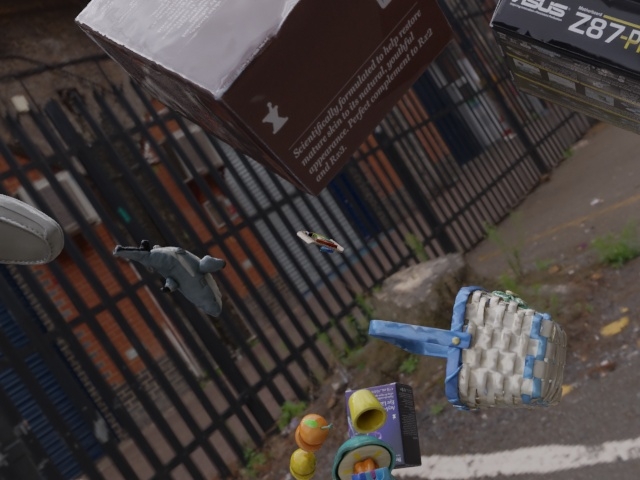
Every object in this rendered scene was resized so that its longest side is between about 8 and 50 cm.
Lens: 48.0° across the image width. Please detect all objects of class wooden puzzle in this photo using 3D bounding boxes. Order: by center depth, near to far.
[{"bbox_3d":[0.000,0.000,1.310,0.078,0.014,0.116,12,12,-33],"label":"wooden puzzle"}]

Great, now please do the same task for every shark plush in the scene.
[{"bbox_3d":[-0.187,0.041,0.927,0.073,0.161,0.067,-15,54,31],"label":"shark plush"}]

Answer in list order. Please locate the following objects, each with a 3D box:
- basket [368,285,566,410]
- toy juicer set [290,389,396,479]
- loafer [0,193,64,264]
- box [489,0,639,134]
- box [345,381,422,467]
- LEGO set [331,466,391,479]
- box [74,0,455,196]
[{"bbox_3d":[0.249,0.179,1.189,0.288,0.201,0.255,1,-13,25],"label":"basket"},{"bbox_3d":[0.051,0.458,1.435,0.209,0.329,0.089,-19,34,-6],"label":"toy juicer set"},{"bbox_3d":[-0.529,-0.013,1.008,0.111,0.319,0.112,-85,5,-55],"label":"loafer"},{"bbox_3d":[0.450,-0.218,0.989,0.097,0.395,0.318,-65,-23,4],"label":"box"},{"bbox_3d":[0.161,0.483,1.849,0.153,0.207,0.108,-17,-24,26],"label":"box"},{"bbox_3d":[0.019,0.350,0.904,0.227,0.093,0.087,-2,-22,-32],"label":"LEGO set"},{"bbox_3d":[-0.077,-0.207,0.696,0.191,0.143,0.381,-49,39,-4],"label":"box"}]
